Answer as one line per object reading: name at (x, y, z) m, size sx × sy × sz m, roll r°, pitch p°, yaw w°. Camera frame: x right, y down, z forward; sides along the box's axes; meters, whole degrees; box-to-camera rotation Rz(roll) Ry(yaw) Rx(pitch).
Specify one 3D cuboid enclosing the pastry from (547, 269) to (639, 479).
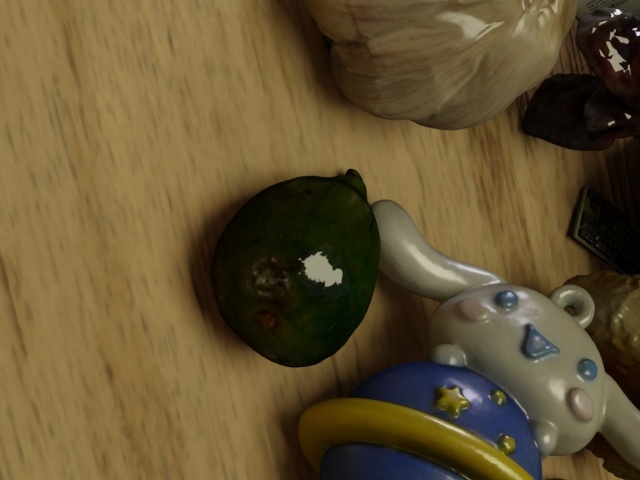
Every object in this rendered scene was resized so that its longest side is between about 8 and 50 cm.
pastry at (0.255, 0.105, 1.475) m, size 0.093 × 0.182 × 0.192 m, roll -50°, pitch 124°, yaw -28°

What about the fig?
fig at (0.000, 0.000, 1.298) m, size 0.177 × 0.117 × 0.117 m, roll -52°, pitch 123°, yaw -39°

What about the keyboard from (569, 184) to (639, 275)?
keyboard at (0.254, 0.003, 1.586) m, size 0.129 × 0.015 × 0.049 m, roll 33°, pitch 68°, yaw -38°

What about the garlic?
garlic at (0.098, -0.187, 1.334) m, size 0.228 × 0.152 × 0.228 m, roll -18°, pitch 120°, yaw -36°

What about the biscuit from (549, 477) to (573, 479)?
biscuit at (0.193, 0.234, 1.526) m, size 0.084 × 0.023 × 0.084 m, roll -1°, pitch 91°, yaw -43°

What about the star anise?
star anise at (0.277, -0.128, 1.443) m, size 0.212 × 0.283 × 0.129 m, roll -20°, pitch 86°, yaw -14°

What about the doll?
doll at (0.130, 0.147, 1.349) m, size 0.311 × 0.159 × 0.242 m, roll 22°, pitch 47°, yaw 0°

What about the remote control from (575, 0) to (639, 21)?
remote control at (0.271, -0.170, 1.545) m, size 0.261 × 0.067 × 0.029 m, roll 29°, pitch 37°, yaw -50°
